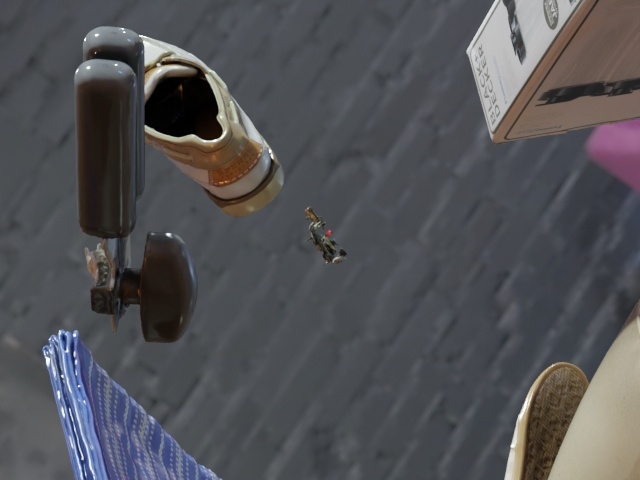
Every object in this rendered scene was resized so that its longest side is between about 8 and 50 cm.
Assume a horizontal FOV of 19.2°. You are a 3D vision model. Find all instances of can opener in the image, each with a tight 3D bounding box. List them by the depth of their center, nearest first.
[{"bbox_3d":[-0.143,-0.038,1.433,0.074,0.093,0.280,-86,-3,-45],"label":"can opener"}]

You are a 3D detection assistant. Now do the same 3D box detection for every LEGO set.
[{"bbox_3d":[0.001,0.001,1.866,0.023,0.054,0.083,-39,18,7],"label":"LEGO set"}]

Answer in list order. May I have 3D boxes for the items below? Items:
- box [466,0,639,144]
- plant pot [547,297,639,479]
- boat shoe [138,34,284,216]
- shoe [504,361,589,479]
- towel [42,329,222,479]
[{"bbox_3d":[0.229,-0.179,1.398,0.169,0.087,0.290,-11,-19,-14],"label":"box"},{"bbox_3d":[0.288,0.208,1.522,0.274,0.256,0.256,-56,1,34],"label":"plant pot"},{"bbox_3d":[-0.146,-0.144,1.934,0.113,0.302,0.103,-42,-43,-9],"label":"boat shoe"},{"bbox_3d":[0.227,0.227,1.978,0.058,0.077,0.219,-45,21,59],"label":"shoe"},{"bbox_3d":[-0.157,0.255,1.896,0.040,0.336,0.243,-32,43,9],"label":"towel"}]
